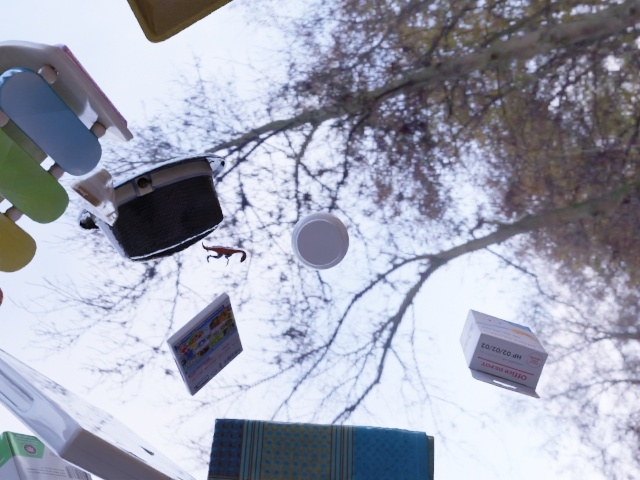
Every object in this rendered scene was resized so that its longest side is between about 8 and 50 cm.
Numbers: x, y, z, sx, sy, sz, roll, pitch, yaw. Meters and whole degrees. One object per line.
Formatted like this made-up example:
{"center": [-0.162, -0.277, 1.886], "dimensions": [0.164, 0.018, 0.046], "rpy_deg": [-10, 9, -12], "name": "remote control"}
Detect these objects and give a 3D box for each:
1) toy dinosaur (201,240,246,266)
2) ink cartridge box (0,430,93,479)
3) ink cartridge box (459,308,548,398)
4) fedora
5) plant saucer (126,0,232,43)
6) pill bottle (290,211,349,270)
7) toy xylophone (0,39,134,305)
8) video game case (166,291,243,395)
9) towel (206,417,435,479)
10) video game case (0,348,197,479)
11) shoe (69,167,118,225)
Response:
{"center": [-0.200, 0.029, 1.423], "dimensions": [0.082, 0.090, 0.047], "rpy_deg": [-5, -104, 5], "name": "toy dinosaur"}
{"center": [-0.547, 0.541, 1.334], "dimensions": [0.121, 0.289, 0.211], "rpy_deg": [-42, -36, 4], "name": "ink cartridge box"}
{"center": [0.277, 0.167, 1.022], "dimensions": [0.105, 0.181, 0.061], "rpy_deg": [17, -80, 3], "name": "ink cartridge box"}
{"center": [-0.327, -0.050, 1.412], "dimensions": [0.334, 0.334, 0.152], "rpy_deg": [-22, -95, -34], "name": "fedora"}
{"center": [-0.200, -0.511, 0.967], "dimensions": [0.333, 0.081, 0.332], "rpy_deg": [-38, -52, -19], "name": "plant saucer"}
{"center": [0.000, 0.000, 1.287], "dimensions": [0.112, 0.186, 0.111], "rpy_deg": [0, -88, 1], "name": "pill bottle"}
{"center": [-0.315, -0.038, 0.519], "dimensions": [0.322, 0.081, 0.236], "rpy_deg": [-54, -33, -6], "name": "toy xylophone"}
{"center": [-0.133, 0.124, 0.791], "dimensions": [0.087, 0.011, 0.122], "rpy_deg": [-41, -31, -26], "name": "video game case"}
{"center": [-0.004, 0.427, 1.069], "dimensions": [0.040, 0.371, 0.271], "rpy_deg": [78, -165, -64], "name": "towel"}
{"center": [-0.129, 0.112, 0.387], "dimensions": [0.019, 0.143, 0.157], "rpy_deg": [-55, -40, -19], "name": "video game case"}
{"center": [-0.372, -0.074, 1.145], "dimensions": [0.077, 0.219, 0.058], "rpy_deg": [35, -103, -6], "name": "shoe"}
